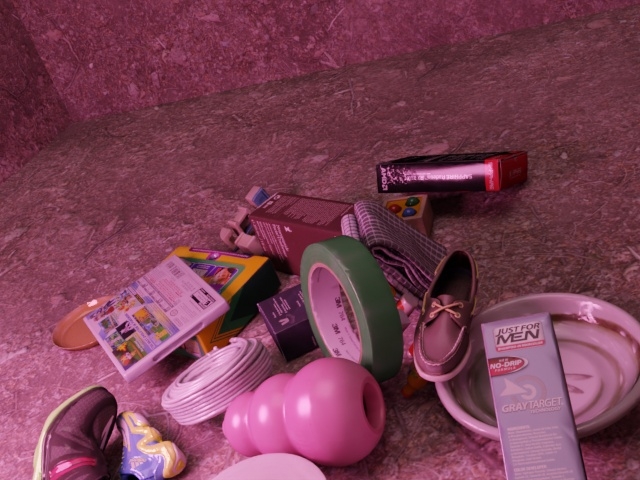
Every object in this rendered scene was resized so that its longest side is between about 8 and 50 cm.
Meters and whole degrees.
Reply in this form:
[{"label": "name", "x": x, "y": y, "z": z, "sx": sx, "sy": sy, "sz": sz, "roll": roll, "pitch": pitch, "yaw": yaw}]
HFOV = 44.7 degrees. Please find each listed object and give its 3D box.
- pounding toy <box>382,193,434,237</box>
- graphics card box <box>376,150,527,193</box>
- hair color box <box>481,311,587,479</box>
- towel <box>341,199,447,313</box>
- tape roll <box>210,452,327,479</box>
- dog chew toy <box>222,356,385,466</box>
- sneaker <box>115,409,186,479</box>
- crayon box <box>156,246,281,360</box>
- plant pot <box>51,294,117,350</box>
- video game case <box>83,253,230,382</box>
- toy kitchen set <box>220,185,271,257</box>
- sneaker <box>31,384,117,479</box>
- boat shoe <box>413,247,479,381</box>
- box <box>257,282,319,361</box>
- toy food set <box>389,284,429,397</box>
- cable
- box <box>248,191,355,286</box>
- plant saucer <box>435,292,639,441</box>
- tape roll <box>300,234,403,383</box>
[{"label": "pounding toy", "x": 0.198, "y": -0.035, "z": 2.107, "sx": 0.181, "sy": 0.094, "sz": 0.206, "roll": -7, "pitch": 31, "yaw": 21}, {"label": "graphics card box", "x": 0.370, "y": -0.193, "z": 2.194, "sx": 0.371, "sy": 0.094, "sz": 0.233, "roll": 2, "pitch": 13, "yaw": 32}, {"label": "hair color box", "x": 0.339, "y": 0.321, "z": 1.186, "sx": 0.113, "sy": 0.185, "sz": 0.374, "roll": -12, "pitch": 55, "yaw": 14}, {"label": "towel", "x": 0.188, "y": 0.043, "z": 1.789, "sx": 0.121, "sy": 0.284, "sz": 0.235, "roll": -50, "pitch": 22, "yaw": 17}, {"label": "tape roll", "x": -0.100, "y": 0.512, "z": 1.358, "sx": 0.286, "sy": 0.100, "sz": 0.286, "roll": -15, "pitch": 29, "yaw": 9}, {"label": "dog chew toy", "x": -0.045, "y": 0.345, "z": 1.519, "sx": 0.332, "sy": 0.206, "sz": 0.206, "roll": -15, "pitch": 28, "yaw": 25}, {"label": "sneaker", "x": -0.397, "y": 0.450, "z": 1.656, "sx": 0.240, "sy": 0.091, "sz": 0.126, "roll": 15, "pitch": 45, "yaw": 45}, {"label": "crayon box", "x": -0.342, "y": 0.160, "z": 2.096, "sx": 0.363, "sy": 0.106, "sz": 0.313, "roll": 6, "pitch": 41, "yaw": 39}, {"label": "plant pot", "x": -0.651, "y": 0.241, "z": 2.228, "sx": 0.236, "sy": 0.032, "sz": 0.236, "roll": -16, "pitch": 29, "yaw": 9}, {"label": "video game case", "x": -0.422, "y": 0.186, "z": 1.972, "sx": 0.300, "sy": 0.036, "sz": 0.329, "roll": -37, "pitch": 36, "yaw": -16}, {"label": "toy kitchen set", "x": -0.177, "y": -0.040, "z": 2.364, "sx": 0.166, "sy": 0.122, "sz": 0.207, "roll": 16, "pitch": 65, "yaw": 46}, {"label": "sneaker", "x": -0.483, "y": 0.505, "z": 1.561, "sx": 0.202, "sy": 0.185, "sz": 0.483, "roll": -5, "pitch": 41, "yaw": 10}, {"label": "boat shoe", "x": 0.255, "y": 0.142, "z": 1.556, "sx": 0.116, "sy": 0.096, "sz": 0.324, "roll": 6, "pitch": 37, "yaw": 20}, {"label": "box", "x": -0.049, "y": 0.189, "z": 1.881, "sx": 0.158, "sy": 0.093, "sz": 0.156, "roll": -24, "pitch": 29, "yaw": -9}, {"label": "toy food set", "x": 0.178, "y": 0.209, "z": 1.645, "sx": 0.111, "sy": 0.104, "sz": 0.232, "roll": 0, "pitch": 46, "yaw": -41}, {"label": "cable", "x": -0.226, "y": 0.308, "z": 1.709, "sx": 0.257, "sy": 0.089, "sz": 0.257, "roll": -34, "pitch": 8, "yaw": -29}, {"label": "box", "x": 0.000, "y": 0.000, "z": 2.076, "sx": 0.381, "sy": 0.191, "sz": 0.143, "roll": 10, "pitch": 41, "yaw": 43}, {"label": "plant saucer", "x": 0.421, "y": 0.256, "z": 1.471, "sx": 0.400, "sy": 0.100, "sz": 0.400, "roll": -15, "pitch": 29, "yaw": 9}, {"label": "tape roll", "x": 0.060, "y": 0.151, "z": 1.637, "sx": 0.077, "sy": 0.321, "sz": 0.321, "roll": -16, "pitch": 26, "yaw": -21}]
